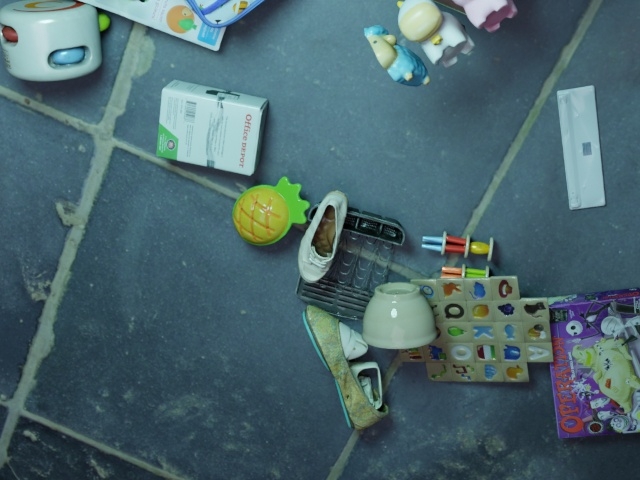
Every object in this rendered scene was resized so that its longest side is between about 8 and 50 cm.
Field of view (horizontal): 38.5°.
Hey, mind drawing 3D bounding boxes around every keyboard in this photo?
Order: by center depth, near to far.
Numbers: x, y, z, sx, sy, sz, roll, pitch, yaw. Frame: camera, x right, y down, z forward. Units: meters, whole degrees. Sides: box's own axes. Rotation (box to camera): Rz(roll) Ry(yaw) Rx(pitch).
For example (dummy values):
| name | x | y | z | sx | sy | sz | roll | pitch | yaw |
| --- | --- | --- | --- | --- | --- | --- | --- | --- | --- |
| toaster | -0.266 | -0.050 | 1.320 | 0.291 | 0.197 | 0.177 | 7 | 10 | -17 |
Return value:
| name | x | y | z | sx | sy | sz | roll | pitch | yaw |
| --- | --- | --- | --- | --- | --- | --- | --- | --- | --- |
| keyboard | 0.527 | -0.183 | 1.850 | 0.072 | 0.014 | 0.256 | -10 | 112 | 7 |

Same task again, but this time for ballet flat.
| name | x | y | z | sx | sy | sz | roll | pitch | yaw |
| --- | --- | --- | --- | --- | --- | --- | --- | --- | --- |
| ballet flat | 0.068 | 0.277 | 2.071 | 0.123 | 0.123 | 0.348 | -15 | 115 | 15 |

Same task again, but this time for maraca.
| name | x | y | z | sx | sy | sz | roll | pitch | yaw |
| --- | --- | --- | --- | --- | --- | --- | --- | --- | --- |
| maraca | -0.107 | -0.061 | 1.946 | 0.186 | 0.099 | 0.127 | -24 | 94 | 26 |

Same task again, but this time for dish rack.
| name | x | y | z | sx | sy | sz | roll | pitch | yaw |
| --- | --- | --- | --- | --- | --- | --- | --- | --- | --- |
| dish rack | 0.055 | 0.052 | 1.992 | 0.208 | 0.074 | 0.271 | 16 | 115 | 2 |

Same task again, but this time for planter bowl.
| name | x | y | z | sx | sy | sz | roll | pitch | yaw |
| --- | --- | --- | --- | --- | --- | --- | --- | --- | --- |
| planter bowl | 0.165 | 0.151 | 1.937 | 0.162 | 0.162 | 0.109 | -1 | 105 | 9 |

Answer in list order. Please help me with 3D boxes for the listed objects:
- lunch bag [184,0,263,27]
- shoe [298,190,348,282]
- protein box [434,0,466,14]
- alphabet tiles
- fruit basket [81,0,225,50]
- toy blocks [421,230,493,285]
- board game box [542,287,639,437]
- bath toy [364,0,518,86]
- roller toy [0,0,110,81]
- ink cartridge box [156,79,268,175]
| name | x | y | z | sx | sy | sz | roll | pitch | yaw |
| --- | --- | --- | --- | --- | --- | --- | --- | --- | --- |
| lunch bag | -0.141 | -0.546 | 1.668 | 0.303 | 0.115 | 0.243 | -36 | 123 | -2 |
| shoe | 0.000 | 0.000 | 1.904 | 0.077 | 0.058 | 0.219 | 18 | 117 | 0 |
| protein box | 0.228 | -0.512 | 1.643 | 0.201 | 0.200 | 0.136 | 23 | 117 | -2 |
| alphabet tiles | 0.330 | 0.198 | 2.010 | 0.343 | 0.011 | 0.285 | -2 | 122 | 19 |
| fruit basket | -0.310 | -0.562 | 1.725 | 0.353 | 0.165 | 0.327 | 21 | 113 | -7 |
| toy blocks | 0.288 | 0.041 | 1.962 | 0.148 | 0.054 | 0.123 | 7 | 117 | 7 |
| board game box | 0.611 | 0.276 | 2.023 | 0.208 | 0.056 | 0.346 | -6 | 113 | 16 |
| bath toy | 0.241 | -0.405 | 1.515 | 0.348 | 0.151 | 0.129 | -35 | 72 | 23 |
| roller toy | -0.535 | -0.393 | 1.817 | 0.209 | 0.191 | 0.146 | 3 | 115 | 7 |
| ink cartridge box | -0.222 | -0.234 | 1.898 | 0.209 | 0.087 | 0.153 | 13 | 115 | 4 |
